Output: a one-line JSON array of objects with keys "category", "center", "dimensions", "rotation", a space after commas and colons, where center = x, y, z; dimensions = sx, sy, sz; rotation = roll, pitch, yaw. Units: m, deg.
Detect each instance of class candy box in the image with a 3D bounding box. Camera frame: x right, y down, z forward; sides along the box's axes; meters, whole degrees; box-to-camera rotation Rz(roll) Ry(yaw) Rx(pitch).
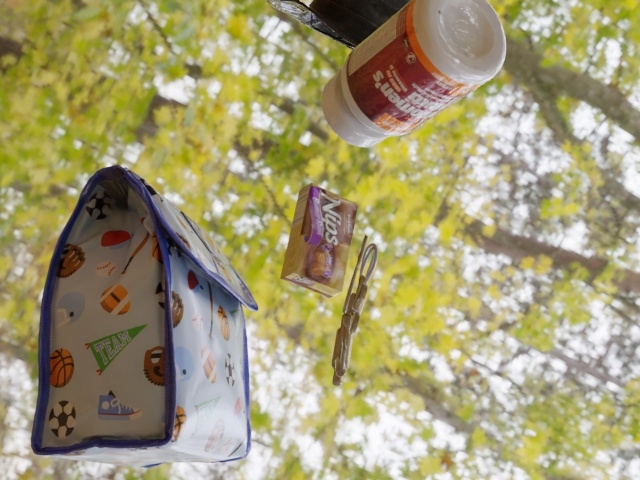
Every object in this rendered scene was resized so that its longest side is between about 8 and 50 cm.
[{"category": "candy box", "center": [0.000, 0.000, 1.878], "dimensions": [0.053, 0.109, 0.187], "rotation": [-29, -137, 56]}]

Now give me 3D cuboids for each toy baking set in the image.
[{"category": "toy baking set", "center": [0.060, 0.114, 1.695], "dimensions": [0.256, 0.030, 0.197], "rotation": [-80, -173, -54]}]

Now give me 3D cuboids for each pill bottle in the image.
[{"category": "pill bottle", "center": [0.099, -0.193, 1.169], "dimensions": [0.221, 0.121, 0.121], "rotation": [-31, -142, 54]}]

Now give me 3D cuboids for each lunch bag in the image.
[{"category": "lunch bag", "center": [-0.231, 0.117, 1.452], "dimensions": [0.328, 0.238, 0.386], "rotation": [50, 35, -69]}]

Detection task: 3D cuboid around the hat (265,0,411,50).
[{"category": "hat", "center": [0.079, -0.388, 1.734], "dimensions": [0.134, 0.331, 0.331], "rotation": [-61, -159, 8]}]
